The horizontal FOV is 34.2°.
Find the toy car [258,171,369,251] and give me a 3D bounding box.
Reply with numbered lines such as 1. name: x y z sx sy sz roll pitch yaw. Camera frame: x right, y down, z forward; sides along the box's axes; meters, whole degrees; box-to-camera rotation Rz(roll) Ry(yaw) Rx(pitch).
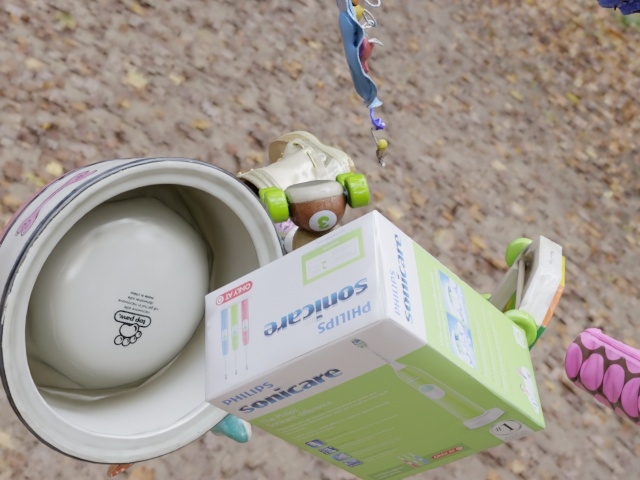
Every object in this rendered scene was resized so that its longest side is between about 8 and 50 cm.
1. toy car: 0.000 0.000 1.619 0.155 0.188 0.149 -11 8 -8

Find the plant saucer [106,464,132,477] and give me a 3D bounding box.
1. plant saucer: -0.328 0.372 1.765 0.013 0.083 0.083 52 34 13

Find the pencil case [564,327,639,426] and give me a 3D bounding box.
1. pencil case: 0.411 0.180 1.406 0.098 0.095 0.209 65 -13 -16

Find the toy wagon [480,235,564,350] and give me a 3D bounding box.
1. toy wagon: 0.262 0.153 1.599 0.068 0.344 0.267 28 28 0

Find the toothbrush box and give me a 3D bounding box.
1. toothbrush box: 0.055 0.120 1.014 0.283 0.206 0.122 34 39 -42

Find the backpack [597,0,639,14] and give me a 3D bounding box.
1. backpack: 0.510 -0.428 1.730 0.098 0.120 0.101 -35 110 -24

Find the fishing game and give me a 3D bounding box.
1. fishing game: 0.028 -0.195 0.817 0.189 0.041 0.264 45 31 -86

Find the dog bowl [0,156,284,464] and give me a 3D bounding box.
1. dog bowl: -0.250 0.075 1.361 0.408 0.407 0.150 4 13 -41

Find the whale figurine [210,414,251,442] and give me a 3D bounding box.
1. whale figurine: -0.200 0.241 1.877 0.141 0.271 0.216 -17 15 -41

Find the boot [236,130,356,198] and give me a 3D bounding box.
1. boot: -0.082 -0.120 1.917 0.204 0.095 0.262 -22 29 -25

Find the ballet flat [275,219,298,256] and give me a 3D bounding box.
1. ballet flat: -0.012 0.039 1.778 0.221 0.077 0.079 56 -8 -13
